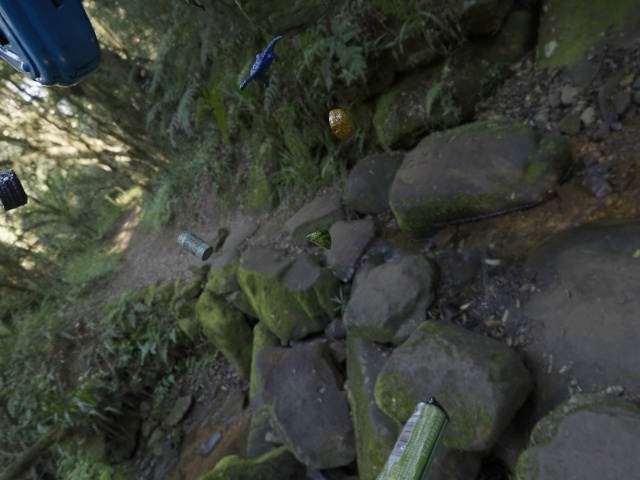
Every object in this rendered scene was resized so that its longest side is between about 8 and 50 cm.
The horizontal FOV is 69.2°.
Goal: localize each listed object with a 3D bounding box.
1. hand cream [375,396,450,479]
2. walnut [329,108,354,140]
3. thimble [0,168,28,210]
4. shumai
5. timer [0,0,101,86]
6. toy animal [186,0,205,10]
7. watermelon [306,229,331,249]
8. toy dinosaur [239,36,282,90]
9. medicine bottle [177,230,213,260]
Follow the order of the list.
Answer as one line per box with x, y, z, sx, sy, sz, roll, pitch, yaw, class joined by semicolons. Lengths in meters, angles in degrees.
0.119;0.327;0.654;0.086;0.055;0.235;-22;23;53;hand cream
0.083;-0.411;1.630;0.052;0.121;0.091;-10;38;45;walnut
-0.819;-0.138;1.216;0.066;0.104;0.095;-29;56;-32;thimble
-0.068;-0.679;1.048;0.330;0.292;0.288;-29;36;34;shumai
-0.465;-0.380;0.639;0.340;0.309;0.115;33;65;25;timer
-0.430;-0.828;1.411;0.082;0.269;0.137;14;44;27;toy animal
0.010;-0.009;1.831;0.069;0.087;0.163;-66;-14;-2;watermelon
-0.212;-0.647;1.680;0.247;0.075;0.188;-60;-2;13;toy dinosaur
-0.319;0.013;1.186;0.047;0.083;0.047;-52;-17;-23;medicine bottle
